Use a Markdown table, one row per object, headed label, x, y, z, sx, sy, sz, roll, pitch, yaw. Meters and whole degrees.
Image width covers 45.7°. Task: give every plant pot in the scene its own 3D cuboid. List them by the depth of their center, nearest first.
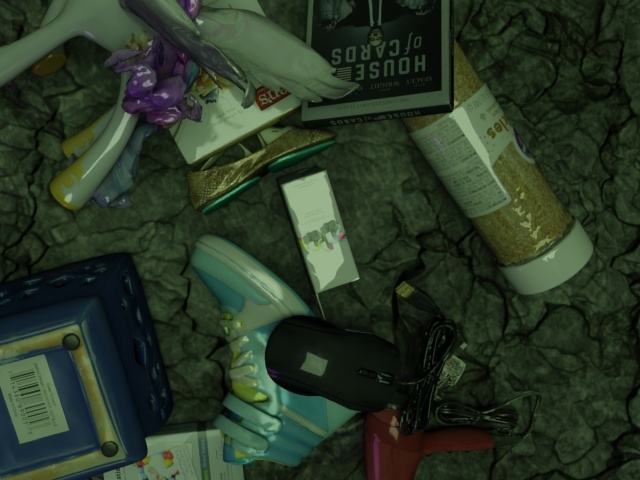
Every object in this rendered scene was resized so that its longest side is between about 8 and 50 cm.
| label | x | y | z | sx | sy | sz | roll | pitch | yaw |
| --- | --- | --- | --- | --- | --- | --- | --- | --- | --- |
| plant pot | -0.322 | 0.166 | 0.910 | 0.236 | 0.212 | 0.236 | -15 | 100 | -4 |

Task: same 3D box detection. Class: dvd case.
| label | x | y | z | sx | sy | sz | roll | pitch | yaw |
| --- | --- | --- | --- | --- | --- | --- | --- | --- | --- |
| dvd case | 0.068 | -0.254 | 0.902 | 0.179 | 0.029 | 0.238 | -4 | 72 | 21 |

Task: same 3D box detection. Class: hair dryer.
| label | x | y | z | sx | sy | sz | roll | pitch | yaw |
| --- | --- | --- | --- | --- | --- | --- | --- | --- | --- |
| hair dryer | 0.165 | 0.281 | 1.055 | 0.223 | 0.080 | 0.293 | 42 | 92 | -12 |

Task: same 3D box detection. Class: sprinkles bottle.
| label | x | y | z | sx | sy | sz | roll | pitch | yaw |
| --- | --- | --- | --- | --- | --- | --- | --- | --- | --- |
| sprinkles bottle | 0.209 | -0.100 | 0.981 | 0.121 | 0.121 | 0.355 | -37 | 101 | 0 |

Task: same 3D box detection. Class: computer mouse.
| label | x | y | z | sx | sy | sz | roll | pitch | yaw |
| --- | --- | --- | --- | --- | --- | --- | --- | --- | --- |
| computer mouse | 0.069 | 0.129 | 0.940 | 0.262 | 0.060 | 0.184 | 27 | 79 | -26 |

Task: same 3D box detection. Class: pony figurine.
| label | x | y | z | sx | sy | sz | roll | pitch | yaw |
| --- | --- | --- | --- | --- | --- | --- | --- | --- | --- |
| pony figurine | -0.178 | -0.209 | 0.796 | 0.351 | 0.303 | 0.363 | 47 | 109 | 10 |

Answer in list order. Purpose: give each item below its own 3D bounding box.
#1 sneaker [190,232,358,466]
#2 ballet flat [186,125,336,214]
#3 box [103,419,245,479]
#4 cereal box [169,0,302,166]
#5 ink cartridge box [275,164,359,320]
| label | x | y | z | sx | sy | sz | roll | pitch | yaw |
| --- | --- | --- | --- | --- | --- | --- | --- | --- | --- |
| sneaker | -0.093 | 0.159 | 0.964 | 0.208 | 0.127 | 0.319 | -45 | 101 | -13 |
| ballet flat | -0.081 | -0.108 | 0.973 | 0.206 | 0.073 | 0.067 | -28 | 86 | -6 |
| box | -0.197 | 0.326 | 1.038 | 0.186 | 0.038 | 0.145 | -4 | 98 | -5 |
| cereal box | -0.143 | -0.234 | 0.936 | 0.173 | 0.047 | 0.240 | -29 | 91 | -3 |
| ink cartridge box | 0.000 | 0.000 | 0.978 | 0.062 | 0.104 | 0.181 | -18 | 101 | -4 |
